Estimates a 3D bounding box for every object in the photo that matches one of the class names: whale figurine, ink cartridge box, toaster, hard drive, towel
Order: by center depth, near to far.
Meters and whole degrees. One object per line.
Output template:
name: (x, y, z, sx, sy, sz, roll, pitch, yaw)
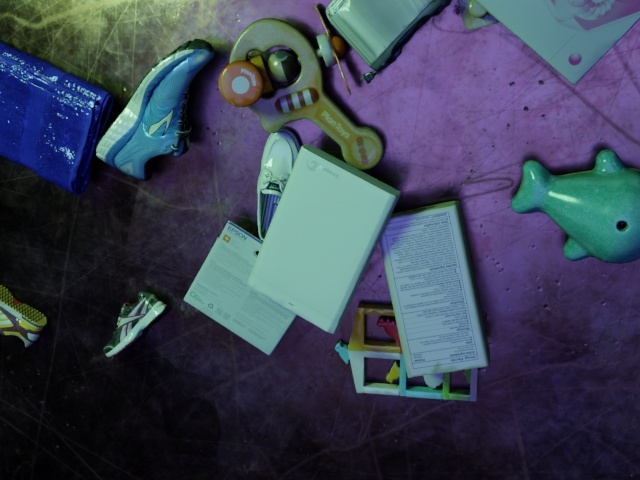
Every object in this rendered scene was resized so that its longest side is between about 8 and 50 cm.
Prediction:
ink cartridge box: (0.396, -0.469, 1.306, 0.324, 0.071, 0.330, 36, 114, -12)
toaster: (0.113, -0.410, 1.498, 0.146, 0.129, 0.227, 46, 111, 0)
whale figurine: (0.487, -0.057, 1.514, 0.272, 0.141, 0.216, 19, 109, 6)
hard drive: (0.000, 0.000, 1.589, 0.203, 0.040, 0.307, 29, 114, 14)
towel: (-0.580, -0.250, 1.684, 0.308, 0.076, 0.227, 27, 109, 13)
ink cartridge box: (-0.140, 0.094, 1.725, 0.223, 0.045, 0.224, 33, 117, 1)

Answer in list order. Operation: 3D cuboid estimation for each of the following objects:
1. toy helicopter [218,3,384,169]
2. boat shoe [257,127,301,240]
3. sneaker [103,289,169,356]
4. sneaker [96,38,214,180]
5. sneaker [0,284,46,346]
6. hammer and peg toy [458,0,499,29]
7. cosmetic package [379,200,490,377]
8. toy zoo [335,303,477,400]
toy helicopter: (-0.007, -0.277, 1.579, 0.355, 0.140, 0.235, 41, 101, -13)
boat shoe: (-0.082, -0.104, 1.650, 0.083, 0.076, 0.226, 6, 107, 9)
sneaker: (-0.408, 0.175, 1.810, 0.178, 0.072, 0.077, -42, 82, 11)
sneaker: (-0.296, -0.250, 1.639, 0.147, 0.129, 0.330, 37, 118, -8)
sneaker: (-0.704, 0.163, 1.857, 0.185, 0.069, 0.084, 35, 104, 1)
hammer and peg toy: (0.330, -0.564, 1.406, 0.266, 0.127, 0.361, -12, 103, 15)
cosmetic package: (0.218, 0.091, 1.604, 0.160, 0.113, 0.309, -10, 96, 14)
toy zoo: (0.175, 0.228, 1.717, 0.293, 0.030, 0.192, 3, 106, 11)
